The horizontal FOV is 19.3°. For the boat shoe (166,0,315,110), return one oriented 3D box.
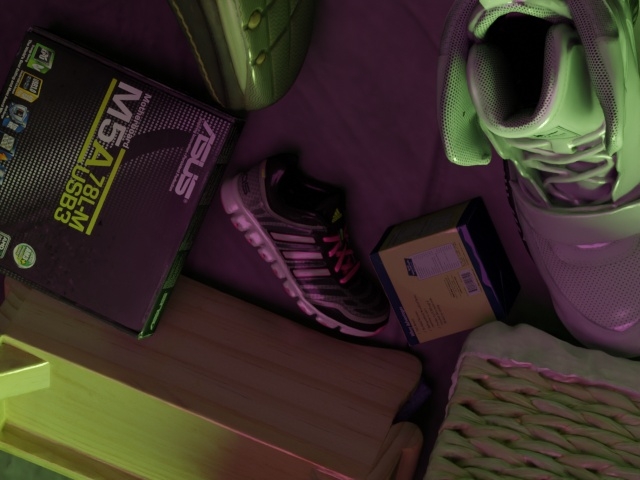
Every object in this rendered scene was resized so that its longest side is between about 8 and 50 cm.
[{"bbox_3d":[-0.101,-0.265,1.349,0.130,0.132,0.355,-6,102,32],"label":"boat shoe"}]

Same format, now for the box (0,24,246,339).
[{"bbox_3d":[-0.178,-0.046,1.467,0.184,0.045,0.191,26,97,12],"label":"box"}]

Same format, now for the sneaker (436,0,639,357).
[{"bbox_3d":[0.166,-0.057,1.288,0.137,0.210,0.366,-5,111,21],"label":"sneaker"}]

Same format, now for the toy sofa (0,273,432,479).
[{"bbox_3d":[-0.100,0.145,1.526,0.362,0.177,0.150,21,143,9],"label":"toy sofa"}]

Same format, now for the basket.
[{"bbox_3d":[0.209,0.290,1.370,0.331,0.266,0.328,16,130,13],"label":"basket"}]

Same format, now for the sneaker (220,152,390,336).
[{"bbox_3d":[0.000,0.000,1.455,0.170,0.063,0.075,48,125,-1],"label":"sneaker"}]

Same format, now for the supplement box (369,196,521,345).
[{"bbox_3d":[0.096,0.024,1.437,0.083,0.056,0.083,-18,106,25],"label":"supplement box"}]
